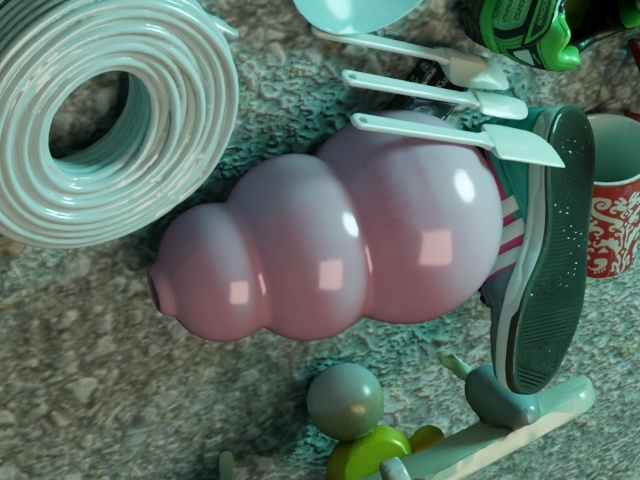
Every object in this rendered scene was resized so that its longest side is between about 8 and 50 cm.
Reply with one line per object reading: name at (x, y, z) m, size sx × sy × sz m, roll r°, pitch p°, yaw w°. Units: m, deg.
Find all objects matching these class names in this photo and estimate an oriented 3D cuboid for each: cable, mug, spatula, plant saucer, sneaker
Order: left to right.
cable at (-0.192, -0.106, 1.266) m, size 0.257 × 0.089 × 0.257 m, roll -51°, pitch 140°, yaw 7°
plant saucer at (0.042, -0.276, 1.363) m, size 0.195 × 0.037 × 0.195 m, roll -23°, pitch 136°, yaw -25°
spatula at (0.105, -0.138, 1.443) m, size 0.242 × 0.168 × 0.019 m, roll 6°, pitch 136°, yaw -34°
sneaker at (0.175, 0.004, 1.601) m, size 0.124 × 0.178 × 0.295 m, roll 13°, pitch 85°, yaw -45°
mug at (0.333, -0.053, 1.746) m, size 0.150 × 0.113 × 0.169 m, roll -27°, pitch 140°, yaw -18°
sneaker at (0.309, -0.277, 1.504) m, size 0.343 × 0.146 × 0.134 m, roll -40°, pitch 140°, yaw -9°

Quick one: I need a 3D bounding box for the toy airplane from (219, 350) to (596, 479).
toy airplane at (0.063, 0.257, 1.653) m, size 0.384 × 0.272 × 0.386 m, roll -33°, pitch 167°, yaw 38°

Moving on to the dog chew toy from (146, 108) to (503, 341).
dog chew toy at (0.000, 0.000, 1.445) m, size 0.332 × 0.206 × 0.207 m, roll -16°, pitch 133°, yaw -16°

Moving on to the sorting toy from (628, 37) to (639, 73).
sorting toy at (0.444, -0.158, 1.745) m, size 0.274 × 0.132 × 0.046 m, roll -1°, pitch 153°, yaw -35°

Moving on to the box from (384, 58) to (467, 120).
box at (0.104, -0.139, 1.546) m, size 0.067 × 0.018 × 0.083 m, roll 24°, pitch 106°, yaw -48°
